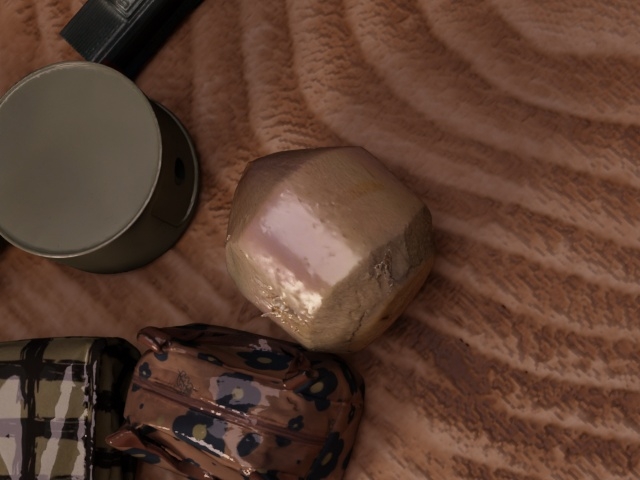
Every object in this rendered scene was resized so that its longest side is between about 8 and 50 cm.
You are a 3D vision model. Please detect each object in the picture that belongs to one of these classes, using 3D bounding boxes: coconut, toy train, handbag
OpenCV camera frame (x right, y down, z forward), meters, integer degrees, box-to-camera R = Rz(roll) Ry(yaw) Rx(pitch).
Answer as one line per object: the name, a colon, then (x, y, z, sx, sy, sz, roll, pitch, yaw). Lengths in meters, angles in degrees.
coconut: (0.000, 0.000, 1.365, 0.234, 0.224, 0.224, 34, 92, 11)
toy train: (-0.147, -0.367, 1.525, 0.086, 0.089, 0.409, 44, 95, 22)
handbag: (-0.097, 0.187, 1.369, 0.251, 0.193, 0.190, 14, 81, 16)
handbag: (-0.370, 0.279, 1.437, 0.325, 0.162, 0.327, -4, 72, 15)

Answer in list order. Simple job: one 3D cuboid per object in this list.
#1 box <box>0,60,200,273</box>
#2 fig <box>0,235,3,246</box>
box: (-0.266, -0.080, 1.474, 0.226, 0.149, 0.226, -2, 81, 13)
fig: (-0.468, -0.008, 1.539, 0.203, 0.235, 0.203, -1, 40, 1)
